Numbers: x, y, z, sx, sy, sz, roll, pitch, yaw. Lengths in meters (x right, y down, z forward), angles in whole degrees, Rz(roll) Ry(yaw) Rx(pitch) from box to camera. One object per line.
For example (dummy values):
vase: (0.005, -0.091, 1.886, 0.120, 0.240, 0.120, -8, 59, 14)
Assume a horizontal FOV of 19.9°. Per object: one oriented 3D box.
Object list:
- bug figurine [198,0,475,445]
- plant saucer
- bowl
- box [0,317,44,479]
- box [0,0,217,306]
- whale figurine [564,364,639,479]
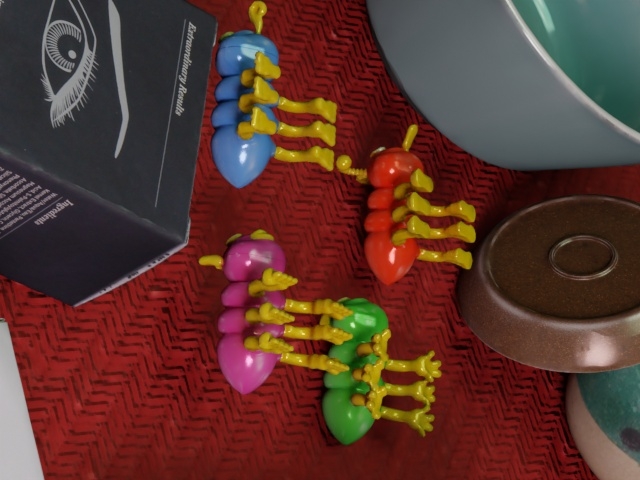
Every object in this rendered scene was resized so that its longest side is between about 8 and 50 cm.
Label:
bug figurine: (0.000, 0.000, 1.068, 0.279, 0.072, 0.216, 34, 57, -56)
plant saucer: (0.172, 0.020, 1.199, 0.168, 0.168, 0.029, -58, 148, -43)
bowl: (0.148, -0.173, 1.264, 0.311, 0.163, 0.311, 21, 57, -36)
box: (-0.239, 0.161, 0.747, 0.262, 0.127, 0.231, -3, 72, -45)
box: (-0.169, -0.081, 0.951, 0.207, 0.108, 0.153, 29, 52, -32)
whale figurine: (0.298, 0.127, 1.209, 0.272, 0.141, 0.216, 36, 36, 20)
